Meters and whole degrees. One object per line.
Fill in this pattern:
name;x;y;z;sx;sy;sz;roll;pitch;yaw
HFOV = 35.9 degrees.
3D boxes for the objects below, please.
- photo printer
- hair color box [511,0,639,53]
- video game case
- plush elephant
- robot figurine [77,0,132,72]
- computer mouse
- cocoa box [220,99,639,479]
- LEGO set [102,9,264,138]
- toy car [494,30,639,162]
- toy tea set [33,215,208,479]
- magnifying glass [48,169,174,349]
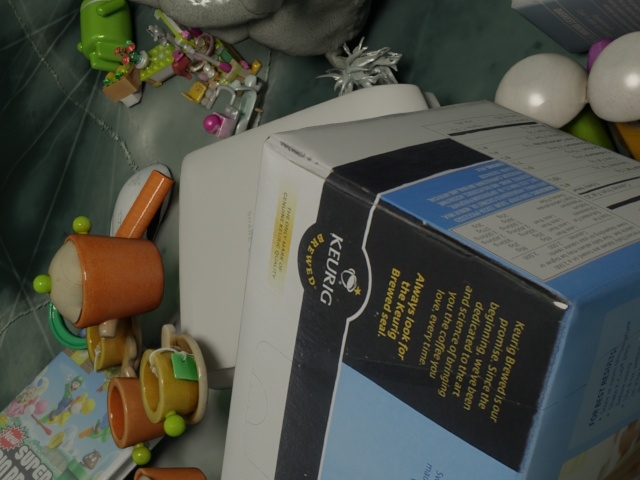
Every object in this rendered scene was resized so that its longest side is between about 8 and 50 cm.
photo printer;0.000;0.000;0.941;0.307;0.107;0.256;-14;72;38
hair color box;0.335;-0.266;0.714;0.374;0.113;0.185;-2;76;41
video game case;-0.292;0.227;1.103;0.285;0.025;0.204;-47;45;-16
plush elephant;-0.024;-0.309;0.944;0.330;0.271;0.255;46;149;24
robot figurine;-0.283;-0.280;1.306;0.101;0.067;0.115;-43;49;54
computer mouse;-0.236;-0.006;1.199;0.106;0.042;0.193;15;87;44
cocoa box;0.095;0.112;0.660;0.228;0.231;0.347;30;123;37
LEGO set;-0.184;-0.214;1.173;0.287;0.107;0.132;22;92;43
toy car;0.232;-0.099;0.756;0.182;0.159;0.136;-7;46;40
toy tea set;-0.203;0.138;0.967;0.336;0.124;0.200;57;141;43
magnifying glass;-0.241;0.023;1.158;0.092;0.026;0.231;32;94;20
